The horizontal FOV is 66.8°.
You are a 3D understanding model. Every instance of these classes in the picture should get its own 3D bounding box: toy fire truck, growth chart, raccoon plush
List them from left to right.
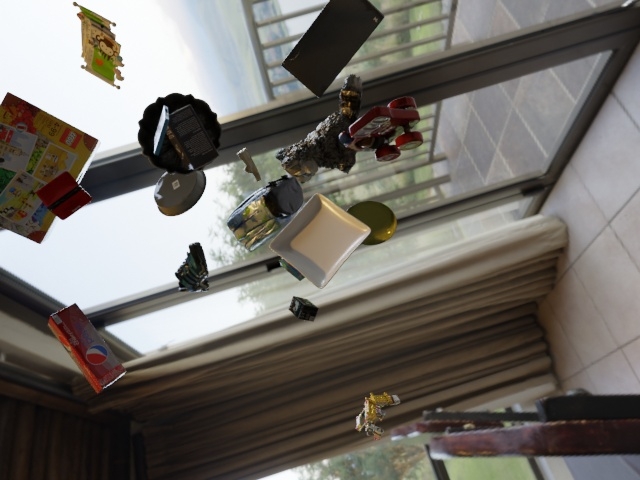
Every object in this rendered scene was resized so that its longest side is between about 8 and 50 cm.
[{"bbox_3d":[-0.701,-0.612,1.545,0.021,0.172,0.237,-62,-6,-47],"label":"growth chart"},{"bbox_3d":[-0.016,-0.450,1.964,0.216,0.299,0.446,-153,67,-74],"label":"raccoon plush"},{"bbox_3d":[0.206,-0.398,1.751,0.302,0.254,0.169,-23,74,56],"label":"toy fire truck"}]

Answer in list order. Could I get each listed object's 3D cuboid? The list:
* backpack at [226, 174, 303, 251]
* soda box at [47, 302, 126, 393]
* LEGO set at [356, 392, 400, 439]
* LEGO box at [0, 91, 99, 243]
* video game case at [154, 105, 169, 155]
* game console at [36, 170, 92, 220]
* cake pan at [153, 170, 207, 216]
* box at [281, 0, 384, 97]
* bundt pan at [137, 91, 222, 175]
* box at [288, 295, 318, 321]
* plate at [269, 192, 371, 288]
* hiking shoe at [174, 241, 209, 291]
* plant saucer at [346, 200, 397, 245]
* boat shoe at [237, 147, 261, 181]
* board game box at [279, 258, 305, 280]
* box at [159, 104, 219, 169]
[{"bbox_3d":[-0.260,-0.110,2.190,0.273,0.355,0.290,66,-153,-12],"label":"backpack"},{"bbox_3d":[-0.700,0.323,1.453,0.263,0.083,0.092,52,138,4],"label":"soda box"},{"bbox_3d":[0.225,0.719,2.017,0.132,0.107,0.287,35,-157,14],"label":"LEGO set"},{"bbox_3d":[-1.222,-0.294,2.031,0.372,0.500,0.193,28,176,-22],"label":"LEGO box"},{"bbox_3d":[-0.509,-0.354,1.552,0.119,0.015,0.166,-64,27,20],"label":"video game case"},{"bbox_3d":[-0.990,-0.172,1.881,0.085,0.144,0.124,44,168,31],"label":"game console"},{"bbox_3d":[-0.691,-0.254,2.361,0.054,0.293,0.293,51,-164,-53],"label":"cake pan"},{"bbox_3d":[0.043,-0.716,1.746,0.179,0.343,0.312,38,-163,-13],"label":"box"},{"bbox_3d":[-0.558,-0.418,1.963,0.124,0.330,0.331,180,73,-83],"label":"bundt pan"},{"bbox_3d":[-0.057,0.224,1.598,0.083,0.062,0.052,29,99,57],"label":"box"},{"bbox_3d":[0.000,0.000,1.740,0.277,0.278,0.045,37,171,28],"label":"plate"},{"bbox_3d":[-0.530,0.126,1.987,0.304,0.132,0.113,100,153,-48],"label":"hiking shoe"},{"bbox_3d":[0.218,-0.084,2.157,0.037,0.241,0.241,-81,-19,-52],"label":"plant saucer"},{"bbox_3d":[-0.336,-0.348,2.286,0.170,0.059,0.063,63,176,-16],"label":"boat shoe"},{"bbox_3d":[-0.057,0.078,2.175,0.160,0.210,0.047,33,151,50],"label":"board game box"},{"bbox_3d":[-0.475,-0.368,1.757,0.207,0.108,0.153,62,162,-20],"label":"box"}]
